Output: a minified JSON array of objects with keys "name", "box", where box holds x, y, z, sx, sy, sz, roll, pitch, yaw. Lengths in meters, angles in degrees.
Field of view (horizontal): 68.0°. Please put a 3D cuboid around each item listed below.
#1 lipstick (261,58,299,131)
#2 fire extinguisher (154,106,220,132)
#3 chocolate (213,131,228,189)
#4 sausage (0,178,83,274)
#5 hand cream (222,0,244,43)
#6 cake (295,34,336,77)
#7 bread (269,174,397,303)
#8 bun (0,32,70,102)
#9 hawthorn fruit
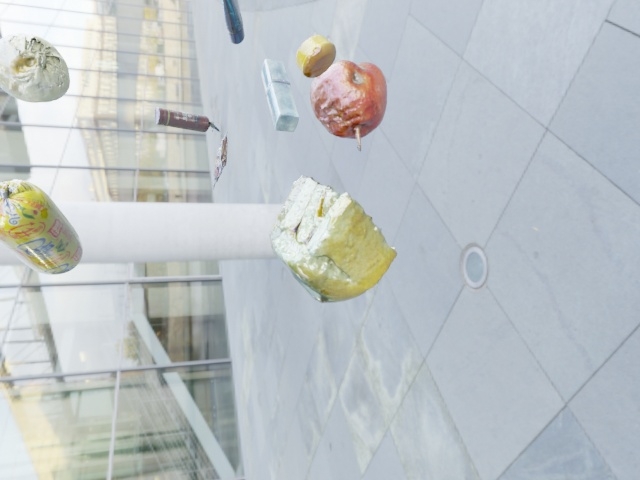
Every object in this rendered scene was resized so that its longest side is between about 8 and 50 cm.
[{"name":"lipstick","box":[-0.135,-0.475,1.553,0.077,0.076,0.290,120,145,-48]},{"name":"fire extinguisher","box":[-0.335,-0.302,1.197,0.064,0.158,0.043,56,130,36]},{"name":"chocolate","box":[-0.296,-0.237,1.392,0.086,0.028,0.183,130,146,-48]},{"name":"sausage","box":[-0.584,-0.015,0.982,0.347,0.123,0.123,112,153,-65]},{"name":"hand cream","box":[-0.321,-0.849,1.707,0.271,0.061,0.120,89,-173,-58]},{"name":"cake","box":[-0.008,-0.366,0.948,0.044,0.084,0.084,52,151,13]},{"name":"bread","box":[-0.006,0.001,1.332,0.264,0.239,0.395,-50,32,-3]},{"name":"bun","box":[-1.143,-0.689,1.872,0.146,0.287,0.288,-22,69,60]},{"name":"hawthorn fruit","box":[0.085,-0.344,1.247,0.207,0.207,0.243,124,137,-62]}]
